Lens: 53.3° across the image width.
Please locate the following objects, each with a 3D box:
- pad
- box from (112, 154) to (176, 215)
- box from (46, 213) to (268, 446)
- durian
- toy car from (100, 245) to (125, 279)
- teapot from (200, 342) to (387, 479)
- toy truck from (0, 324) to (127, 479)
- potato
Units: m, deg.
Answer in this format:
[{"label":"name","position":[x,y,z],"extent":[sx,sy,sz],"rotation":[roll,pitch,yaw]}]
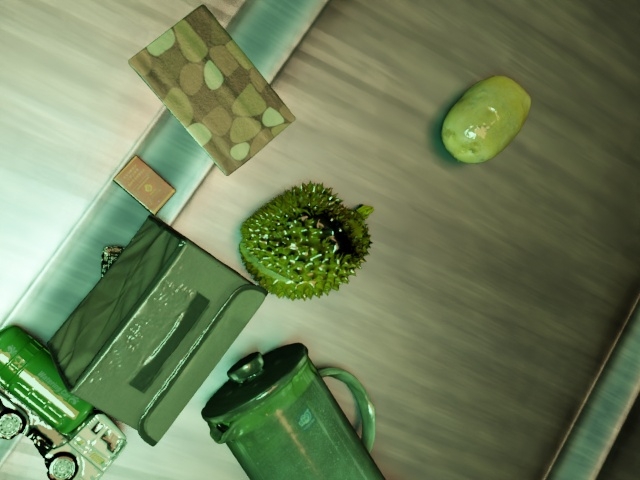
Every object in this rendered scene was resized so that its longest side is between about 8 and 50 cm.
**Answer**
[{"label":"pad","position":[-0.167,-0.238,1.017],"extent":[0.158,0.003,0.235],"rotation":[-43,103,-15]},{"label":"box","position":[-0.267,-0.083,0.971],"extent":[0.082,0.023,0.051],"rotation":[42,78,-15]},{"label":"box","position":[-0.231,0.111,0.888],"extent":[0.153,0.188,0.252],"rotation":[42,79,-31]},{"label":"durian","position":[0.000,0.000,1.006],"extent":[0.237,0.137,0.194],"rotation":[-32,100,-17]},{"label":"toy car","position":[-0.310,0.054,0.954],"extent":[0.041,0.025,0.093],"rotation":[5,96,-24]},{"label":"teapot","position":[-0.011,0.307,0.986],"extent":[0.270,0.200,0.337],"rotation":[-40,102,-42]},{"label":"toy truck","position":[-0.385,0.235,0.891],"extent":[0.242,0.101,0.125],"rotation":[46,64,-11]},{"label":"potato","position":[0.289,-0.212,1.124],"extent":[0.178,0.109,0.118],"rotation":[-44,117,-14]}]
